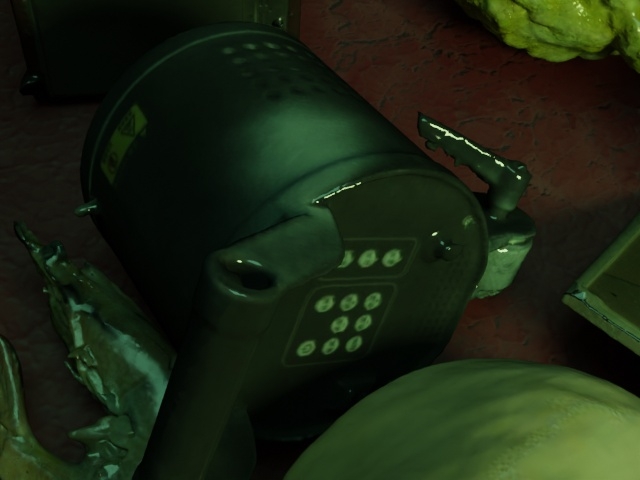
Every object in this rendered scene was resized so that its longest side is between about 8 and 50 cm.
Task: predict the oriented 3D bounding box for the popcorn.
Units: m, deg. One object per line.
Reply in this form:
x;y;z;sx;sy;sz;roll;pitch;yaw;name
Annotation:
0.234;-0.265;0.885;0.250;0.235;0.241;-20;42;23;popcorn

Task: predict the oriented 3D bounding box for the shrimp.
-0.170;0.106;0.699;0.254;0.059;0.145;43;73;15;shrimp

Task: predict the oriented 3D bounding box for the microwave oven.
-0.139;-0.241;0.843;0.247;0.188;0.178;-6;59;-10;microwave oven

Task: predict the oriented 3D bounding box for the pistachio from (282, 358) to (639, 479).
0.104;0.180;0.590;0.332;0.208;0.226;-20;70;-36;pistachio

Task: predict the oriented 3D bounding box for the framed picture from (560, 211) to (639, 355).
0.328;0.079;0.731;0.281;0.019;0.209;37;37;18;framed picture

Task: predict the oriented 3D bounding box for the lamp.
-0.042;-0.014;0.665;0.272;0.205;0.374;35;30;26;lamp
